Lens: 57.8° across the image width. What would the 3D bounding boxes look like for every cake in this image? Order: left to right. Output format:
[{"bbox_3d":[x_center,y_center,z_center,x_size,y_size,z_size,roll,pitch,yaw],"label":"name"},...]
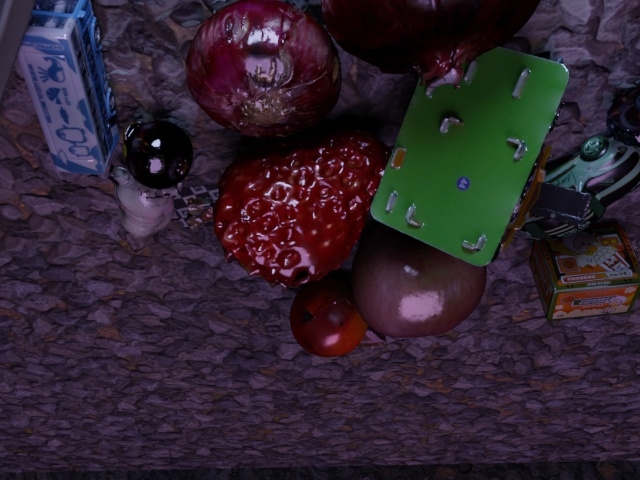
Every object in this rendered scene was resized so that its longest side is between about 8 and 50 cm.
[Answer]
[{"bbox_3d":[0.055,0.247,1.671,0.295,0.112,0.116,-13,140,36],"label":"cake"}]

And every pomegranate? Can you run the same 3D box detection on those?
[{"bbox_3d":[0.033,0.190,1.491,0.235,0.210,0.210,-35,141,-10],"label":"pomegranate"}]

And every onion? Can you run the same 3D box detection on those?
[{"bbox_3d":[-0.084,-0.270,0.914,0.247,0.190,0.246,4,161,1],"label":"onion"},{"bbox_3d":[0.149,-0.322,0.772,0.314,0.232,0.314,-6,176,0],"label":"onion"}]

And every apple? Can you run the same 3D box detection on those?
[{"bbox_3d":[0.210,0.075,1.288,0.306,0.305,0.235,-10,117,11],"label":"apple"}]

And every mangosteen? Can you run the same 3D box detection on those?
[{"bbox_3d":[-0.319,-0.168,1.101,0.151,0.137,0.137,29,146,18],"label":"mangosteen"}]

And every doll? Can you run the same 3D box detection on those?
[{"bbox_3d":[-0.374,-0.083,1.218,0.149,0.095,0.192,15,141,-9],"label":"doll"}]

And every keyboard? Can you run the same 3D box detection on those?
[{"bbox_3d":[0.421,-0.092,1.174,0.231,0.023,0.072,19,109,27],"label":"keyboard"}]

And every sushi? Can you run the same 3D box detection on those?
[{"bbox_3d":[-0.233,-0.067,1.291,0.201,0.031,0.139,-7,141,7],"label":"sushi"}]

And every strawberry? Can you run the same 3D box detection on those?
[{"bbox_3d":[-0.028,-0.088,1.097,0.345,0.295,0.317,-43,167,9],"label":"strawberry"}]

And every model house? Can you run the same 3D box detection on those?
[{"bbox_3d":[0.297,-0.167,1.041,0.243,0.313,0.357,24,107,25],"label":"model house"}]

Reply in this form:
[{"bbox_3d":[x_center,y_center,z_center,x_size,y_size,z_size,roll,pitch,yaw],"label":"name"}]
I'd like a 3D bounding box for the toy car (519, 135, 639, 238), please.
[{"bbox_3d":[0.526,-0.091,1.203,0.136,0.125,0.306,31,133,-33],"label":"toy car"}]

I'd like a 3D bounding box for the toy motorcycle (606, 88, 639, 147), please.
[{"bbox_3d":[0.714,-0.210,0.966,0.416,0.232,0.172,-13,137,14],"label":"toy motorcycle"}]

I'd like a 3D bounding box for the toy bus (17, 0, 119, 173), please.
[{"bbox_3d":[-0.416,-0.256,0.968,0.106,0.131,0.297,4,141,-4],"label":"toy bus"}]

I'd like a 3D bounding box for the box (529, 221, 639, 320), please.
[{"bbox_3d":[0.618,0.072,1.365,0.195,0.177,0.148,-6,141,7],"label":"box"}]

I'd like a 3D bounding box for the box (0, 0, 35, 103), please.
[{"bbox_3d":[-0.565,-0.375,0.755,0.367,0.090,0.373,38,132,-11],"label":"box"}]
